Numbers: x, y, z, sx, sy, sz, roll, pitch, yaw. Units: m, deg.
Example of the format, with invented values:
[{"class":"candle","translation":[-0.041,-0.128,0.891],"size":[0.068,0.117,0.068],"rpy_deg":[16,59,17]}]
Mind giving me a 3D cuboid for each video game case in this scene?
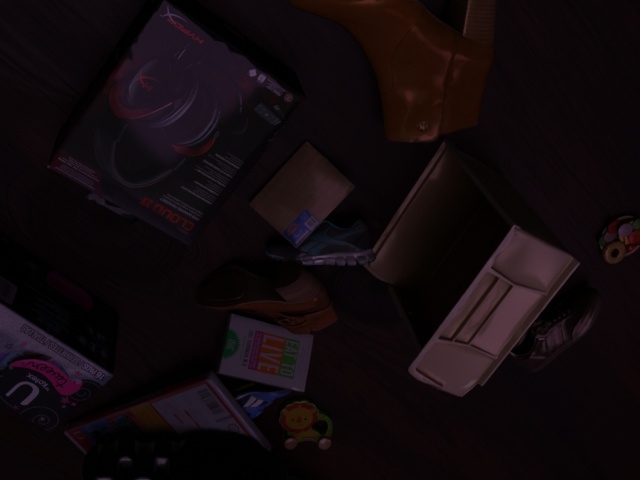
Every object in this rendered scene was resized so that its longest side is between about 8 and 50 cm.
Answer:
[{"class":"video game case","translation":[-0.254,0.334,1.300],"size":[0.285,0.025,0.204],"rpy_deg":[-22,122,15]}]

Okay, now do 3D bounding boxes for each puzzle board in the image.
[{"class":"puzzle board","translation":[-0.027,-0.066,1.123],"size":[0.096,0.011,0.128],"rpy_deg":[43,104,-4]}]

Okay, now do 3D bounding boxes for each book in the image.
[{"class":"book","translation":[-0.088,0.181,1.241],"size":[0.144,0.035,0.096],"rpy_deg":[16,75,-19]}]

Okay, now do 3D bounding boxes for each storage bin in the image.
[{"class":"storage bin","translation":[0.193,0.037,1.099],"size":[0.123,0.262,0.260],"rpy_deg":[23,114,-24]}]

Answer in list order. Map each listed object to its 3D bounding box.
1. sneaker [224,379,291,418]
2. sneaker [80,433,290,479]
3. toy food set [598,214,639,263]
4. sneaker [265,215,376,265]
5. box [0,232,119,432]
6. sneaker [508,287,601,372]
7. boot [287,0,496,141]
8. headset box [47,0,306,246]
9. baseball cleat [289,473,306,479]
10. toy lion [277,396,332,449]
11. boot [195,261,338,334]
[{"class":"sneaker","translation":[-0.109,0.262,1.298],"size":[0.144,0.053,0.059],"rpy_deg":[-16,121,9]},{"class":"sneaker","translation":[-0.216,0.397,1.272],"size":[0.330,0.122,0.146],"rpy_deg":[7,143,-6]},{"class":"toy food set","translation":[0.496,-0.005,1.268],"size":[0.083,0.020,0.083],"rpy_deg":[-22,121,3]},{"class":"sneaker","translation":[0.000,0.000,1.167],"size":[0.166,0.065,0.076],"rpy_deg":[-1,91,2]},{"class":"box","translation":[-0.429,0.126,1.094],"size":[0.142,0.163,0.247],"rpy_deg":[-43,118,13]},{"class":"sneaker","translation":[0.393,0.148,1.312],"size":[0.071,0.066,0.188],"rpy_deg":[28,111,-22]},{"class":"boot","translation":[0.092,-0.231,1.016],"size":[0.295,0.104,0.211],"rpy_deg":[-2,120,-14]},{"class":"headset box","translation":[-0.195,-0.148,1.008],"size":[0.218,0.110,0.293],"rpy_deg":[32,110,-25]},{"class":"baseball cleat","translation":[-0.072,0.446,1.379],"size":[0.205,0.072,0.109],"rpy_deg":[25,157,-23]},{"class":"toy lion","translation":[-0.026,0.319,1.360],"size":[0.100,0.034,0.096],"rpy_deg":[4,111,-13]},{"class":"boot","translation":[-0.080,0.101,1.196],"size":[0.197,0.073,0.152],"rpy_deg":[-7,146,23]}]
